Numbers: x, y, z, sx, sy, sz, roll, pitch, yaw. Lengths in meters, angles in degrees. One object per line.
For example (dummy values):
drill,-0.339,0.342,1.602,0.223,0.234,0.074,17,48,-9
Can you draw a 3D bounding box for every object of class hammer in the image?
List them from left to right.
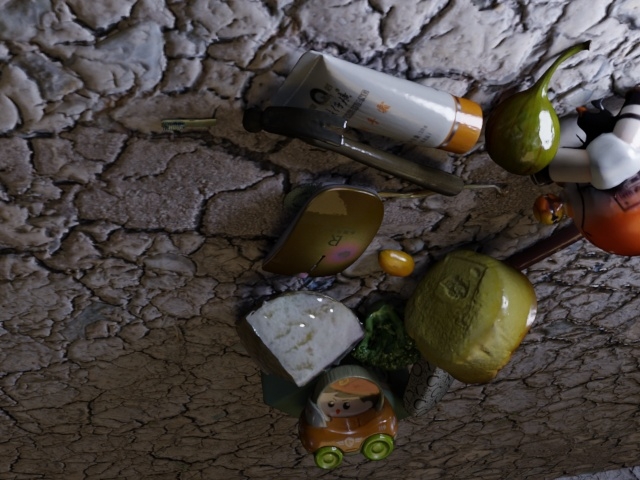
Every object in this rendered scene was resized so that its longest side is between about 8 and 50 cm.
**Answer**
hammer,0.086,-0.137,1.297,0.440,0.044,0.168,14,179,-44

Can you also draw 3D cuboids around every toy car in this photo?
toy car,0.055,0.376,1.797,0.235,0.145,0.235,-4,118,-7

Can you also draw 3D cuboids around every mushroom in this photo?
mushroom,0.217,-0.090,1.472,0.286,0.028,0.026,-1,-172,-15

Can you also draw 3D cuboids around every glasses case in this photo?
glasses case,0.285,0.273,1.891,0.137,0.085,0.355,-20,137,-43

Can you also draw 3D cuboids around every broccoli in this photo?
broccoli,0.152,0.215,1.800,0.195,0.195,0.156,-29,109,25

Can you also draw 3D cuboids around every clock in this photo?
clock,-0.026,-0.075,1.424,0.083,0.010,0.074,-26,145,23

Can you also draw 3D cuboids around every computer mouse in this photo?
computer mouse,0.000,0.000,1.478,0.158,0.072,0.310,8,147,-24

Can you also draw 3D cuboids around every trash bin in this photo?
trash bin,0.044,0.359,1.976,0.223,0.158,0.343,-32,142,28

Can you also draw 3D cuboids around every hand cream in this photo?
hand cream,0.093,-0.209,1.197,0.314,0.089,0.140,12,152,-19

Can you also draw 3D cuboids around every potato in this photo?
potato,-0.065,0.177,1.730,0.189,0.211,0.264,-42,-167,-18

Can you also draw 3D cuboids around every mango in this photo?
mango,0.152,0.043,1.632,0.089,0.046,0.060,33,126,-32

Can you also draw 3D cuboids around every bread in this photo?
bread,0.305,0.152,1.643,0.148,0.270,0.270,26,132,-38

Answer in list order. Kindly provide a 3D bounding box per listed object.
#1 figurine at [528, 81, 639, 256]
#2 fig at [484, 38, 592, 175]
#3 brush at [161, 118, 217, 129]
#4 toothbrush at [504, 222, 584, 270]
figurine,0.534,-0.094,1.400,0.320,0.196,0.323,-34,132,21
fig,0.345,-0.213,1.259,0.124,0.124,0.236,8,123,-28
brush,-0.198,-0.176,1.215,0.083,0.013,0.016,-4,145,-14
toothbrush,0.517,-0.009,1.671,0.364,0.041,0.041,-33,142,30
